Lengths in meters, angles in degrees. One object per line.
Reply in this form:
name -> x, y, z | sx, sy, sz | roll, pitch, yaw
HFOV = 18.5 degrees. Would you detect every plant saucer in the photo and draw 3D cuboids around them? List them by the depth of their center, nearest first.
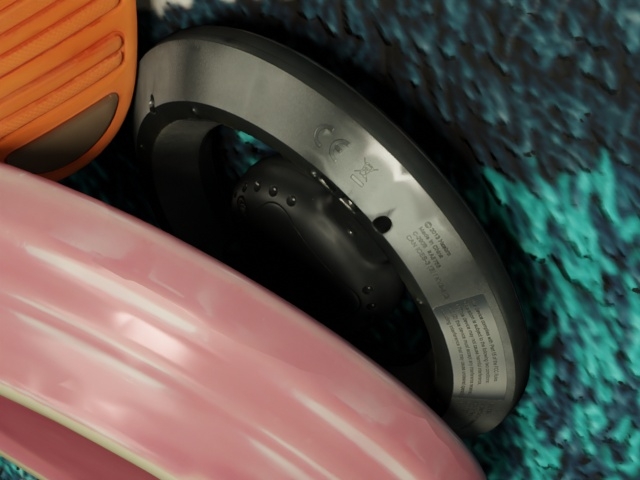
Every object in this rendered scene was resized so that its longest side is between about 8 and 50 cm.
plant saucer -> -0.084, 0.079, 0.928 | 0.332, 0.084, 0.332 | 26, 163, 9

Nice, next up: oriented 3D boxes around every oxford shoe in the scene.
oxford shoe -> -0.187, -0.191, 0.839 | 0.132, 0.130, 0.364 | 26, 143, 59

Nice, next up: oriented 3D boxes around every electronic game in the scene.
electronic game -> 0.000, 0.000, 0.884 | 0.229, 0.048, 0.229 | 36, 153, 22
